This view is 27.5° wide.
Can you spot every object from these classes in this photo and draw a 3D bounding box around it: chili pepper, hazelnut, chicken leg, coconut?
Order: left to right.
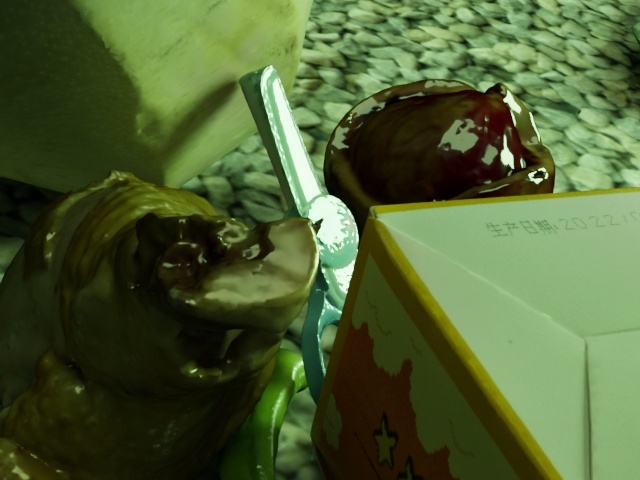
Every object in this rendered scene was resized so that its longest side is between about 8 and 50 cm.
[{"bbox_3d":[-0.181,-0.185,0.979,0.352,0.353,0.353,9,35,-6],"label":"coconut"},{"bbox_3d":[-0.107,0.083,0.719,0.182,0.409,0.295,36,71,-13],"label":"chicken leg"},{"bbox_3d":[-0.039,0.144,0.844,0.052,0.050,0.202,-24,31,21],"label":"chili pepper"},{"bbox_3d":[0.094,-0.052,1.060,0.170,0.161,0.201,-22,54,-38],"label":"hazelnut"}]

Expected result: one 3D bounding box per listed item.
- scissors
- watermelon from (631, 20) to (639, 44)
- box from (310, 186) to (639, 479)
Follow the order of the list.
[{"bbox_3d":[0.000,0.000,0.923,0.125,0.030,0.256,-26,95,-49],"label":"scissors"},{"bbox_3d":[0.460,-0.232,1.436,0.256,0.176,0.260,30,60,34],"label":"watermelon"},{"bbox_3d":[0.178,0.125,0.796,0.283,0.214,0.260,-6,42,-24],"label":"box"}]
